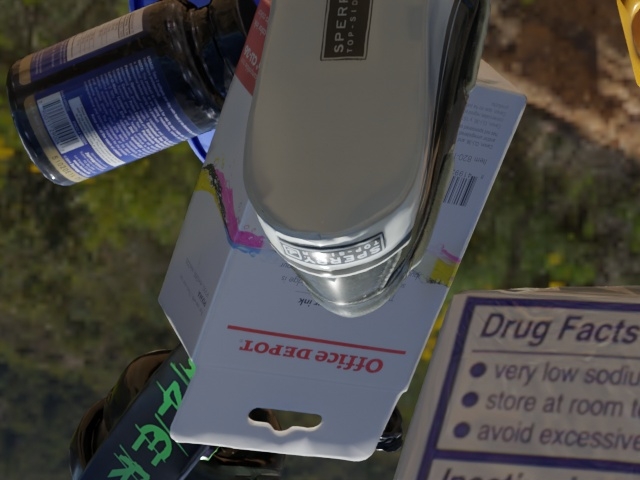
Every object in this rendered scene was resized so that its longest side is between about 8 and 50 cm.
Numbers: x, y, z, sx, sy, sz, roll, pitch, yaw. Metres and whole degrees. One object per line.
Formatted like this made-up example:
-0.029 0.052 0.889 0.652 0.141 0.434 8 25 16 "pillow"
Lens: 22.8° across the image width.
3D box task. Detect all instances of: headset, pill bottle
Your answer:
-0.031 0.105 1.030 0.185 0.243 0.394 39 -175 4 "headset"
-0.152 -0.139 1.383 0.219 0.122 0.123 -20 164 14 "pill bottle"

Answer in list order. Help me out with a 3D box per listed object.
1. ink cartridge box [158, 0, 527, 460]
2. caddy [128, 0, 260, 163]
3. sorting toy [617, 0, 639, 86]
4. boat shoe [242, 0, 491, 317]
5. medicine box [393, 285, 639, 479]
0.000 0.000 0.731 0.115 0.198 0.067 11 -159 -27 "ink cartridge box"
-0.046 -0.204 1.572 0.241 0.341 0.179 -40 -147 -23 "caddy"
0.257 -0.140 0.872 0.047 0.196 0.348 -13 -169 -13 "sorting toy"
0.020 -0.081 0.553 0.078 0.219 0.070 7 155 15 "boat shoe"
0.102 0.199 0.367 0.149 0.289 0.263 2 144 28 "medicine box"
